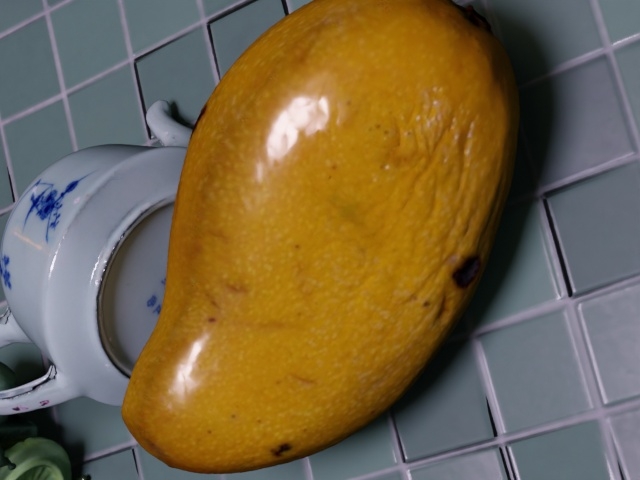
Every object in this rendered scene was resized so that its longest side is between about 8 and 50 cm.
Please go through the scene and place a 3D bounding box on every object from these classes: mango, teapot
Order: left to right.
[{"bbox_3d":[-0.133,0.012,0.843,0.159,0.159,0.232,27,70,30],"label":"teapot"},{"bbox_3d":[0.000,-0.003,0.758,0.177,0.120,0.295,25,106,-12],"label":"mango"}]

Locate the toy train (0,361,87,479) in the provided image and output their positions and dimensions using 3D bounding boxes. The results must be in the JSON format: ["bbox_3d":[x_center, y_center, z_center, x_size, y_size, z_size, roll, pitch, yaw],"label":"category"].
[{"bbox_3d":[-0.276,0.201,0.886,0.159,0.188,0.271,24,100,32],"label":"toy train"}]
